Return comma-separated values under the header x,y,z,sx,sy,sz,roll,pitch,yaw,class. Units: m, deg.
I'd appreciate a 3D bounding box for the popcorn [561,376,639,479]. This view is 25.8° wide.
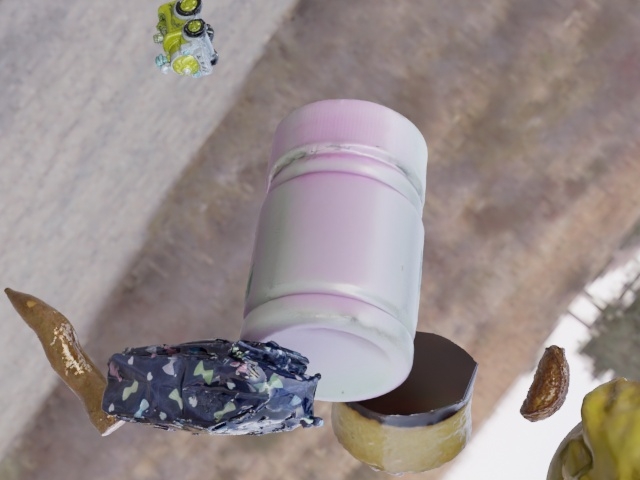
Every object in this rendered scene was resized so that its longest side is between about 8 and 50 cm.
x,y,z,sx,sy,sz,roll,pitch,yaw,class
0.364,0.291,1.454,0.297,0.281,0.316,-124,-144,-56,popcorn

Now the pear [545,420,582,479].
x,y,z,sx,sy,sz,roll,pitch,yaw,class
0.446,0.362,1.821,0.304,0.304,0.304,-51,180,0,pear

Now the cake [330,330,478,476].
x,y,z,sx,sy,sz,roll,pitch,yaw,class
0.111,0.240,1.840,0.185,0.207,0.178,-27,125,-32,cake

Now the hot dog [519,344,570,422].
x,y,z,sx,sy,sz,roll,pitch,yaw,class
0.410,0.260,2.506,0.099,0.065,0.147,-31,145,-85,hot dog

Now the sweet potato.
x,y,z,sx,sy,sz,roll,pitch,yaw,class
-0.381,0.165,2.084,0.059,0.281,0.067,-34,169,-11,sweet potato

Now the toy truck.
x,y,z,sx,sy,sz,roll,pitch,yaw,class
-0.175,-0.254,1.772,0.077,0.111,0.076,-15,144,4,toy truck

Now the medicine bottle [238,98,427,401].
x,y,z,sx,sy,sz,roll,pitch,yaw,class
0.021,0.013,1.724,0.212,0.212,0.325,129,-27,-52,medicine bottle

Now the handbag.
x,y,z,sx,sy,sz,roll,pitch,yaw,class
-0.119,0.164,1.568,0.260,0.162,0.113,-6,-105,44,handbag
